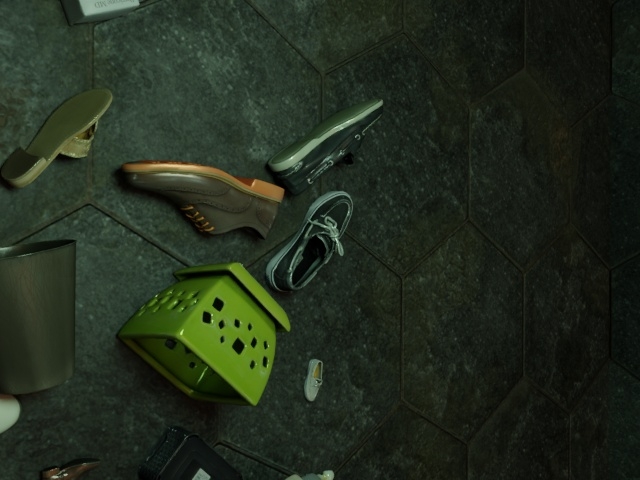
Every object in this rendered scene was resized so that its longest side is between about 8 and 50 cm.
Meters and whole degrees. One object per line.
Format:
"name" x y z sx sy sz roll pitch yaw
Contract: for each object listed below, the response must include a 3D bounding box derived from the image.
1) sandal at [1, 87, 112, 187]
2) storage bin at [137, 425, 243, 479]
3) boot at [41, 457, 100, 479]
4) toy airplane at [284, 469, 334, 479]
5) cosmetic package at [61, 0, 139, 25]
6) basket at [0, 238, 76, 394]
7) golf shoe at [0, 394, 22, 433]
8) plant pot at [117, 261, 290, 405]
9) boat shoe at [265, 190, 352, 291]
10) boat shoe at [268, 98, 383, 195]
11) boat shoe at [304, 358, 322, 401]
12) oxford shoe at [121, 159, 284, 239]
"sandal" -0.458 -0.171 1.214 0.240 0.088 0.079 -50 151 -21
"storage bin" -0.259 0.474 1.358 0.122 0.084 0.180 -53 122 -27
"boot" -0.449 0.461 1.227 0.106 0.037 0.114 -6 90 -27
"toy airplane" -0.013 0.684 1.485 0.384 0.272 0.386 25 110 -27
"cosmetic package" -0.427 -0.519 1.218 0.117 0.085 0.231 -28 106 -36
"basket" -0.491 0.126 1.125 0.204 0.154 0.227 -14 103 -37
"golf shoe" -0.598 0.283 1.051 0.273 0.120 0.105 7 83 -41
"plant pot" -0.210 0.170 1.315 0.227 0.228 0.207 50 54 -28
"boat shoe" -0.002 -0.003 1.560 0.306 0.105 0.113 -46 118 -30
"boat shoe" 0.034 -0.217 1.579 0.340 0.127 0.113 -40 116 -31
"boat shoe" -0.013 0.331 1.597 0.035 0.035 0.100 16 79 -39
"oxford shoe" -0.230 -0.079 1.359 0.363 0.130 0.133 12 90 -38
